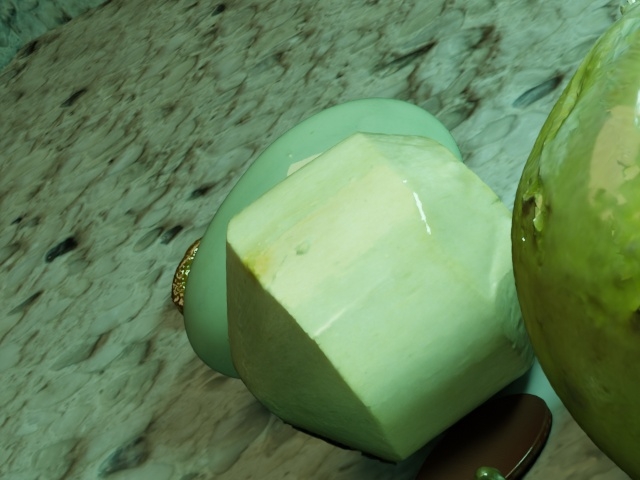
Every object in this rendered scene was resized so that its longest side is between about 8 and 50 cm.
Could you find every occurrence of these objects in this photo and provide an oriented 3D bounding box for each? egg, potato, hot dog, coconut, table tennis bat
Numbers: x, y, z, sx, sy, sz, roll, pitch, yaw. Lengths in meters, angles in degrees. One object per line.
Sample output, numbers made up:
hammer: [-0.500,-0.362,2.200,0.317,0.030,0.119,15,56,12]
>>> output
egg: [0.000,0.000,2.101,0.371,0.230,0.230,-44,22,1]
potato: [0.338,-0.037,1.544,0.385,0.319,0.442,-13,35,49]
hot dog: [-0.134,0.037,2.461,0.147,0.065,0.099,-44,32,-18]
coconut: [0.053,0.058,1.820,0.323,0.323,0.323,-32,22,15]
table tennis bat: [0.128,0.219,1.749,0.220,0.019,0.130,-46,23,-23]

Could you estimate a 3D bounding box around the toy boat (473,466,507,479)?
toy boat: [0.092,0.262,1.641,0.185,0.077,0.075,-31,22,19]
